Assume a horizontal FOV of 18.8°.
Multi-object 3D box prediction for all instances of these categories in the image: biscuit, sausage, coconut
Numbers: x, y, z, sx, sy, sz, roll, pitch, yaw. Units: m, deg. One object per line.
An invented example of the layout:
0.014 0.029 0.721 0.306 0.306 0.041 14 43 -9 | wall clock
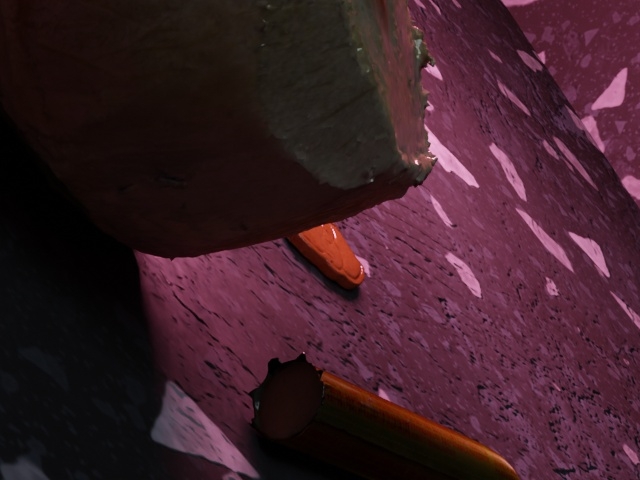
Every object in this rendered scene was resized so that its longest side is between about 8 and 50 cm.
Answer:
0.000 0.000 1.997 0.130 0.019 0.102 41 21 -26 | biscuit
0.076 0.186 1.713 0.371 0.082 0.082 29 26 -48 | sausage
-0.116 -0.173 1.583 0.404 0.404 0.404 43 19 -19 | coconut
